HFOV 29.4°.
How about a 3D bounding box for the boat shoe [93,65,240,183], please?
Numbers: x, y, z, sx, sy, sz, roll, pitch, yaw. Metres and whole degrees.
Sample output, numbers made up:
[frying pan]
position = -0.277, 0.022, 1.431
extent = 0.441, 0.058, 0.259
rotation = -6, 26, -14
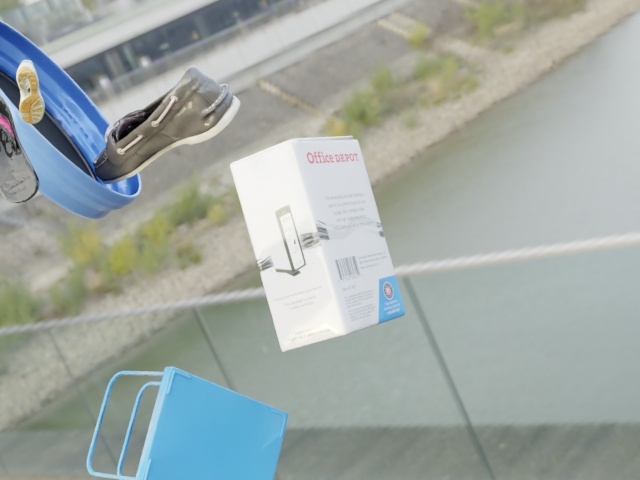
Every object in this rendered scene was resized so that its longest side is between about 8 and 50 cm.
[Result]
[boat shoe]
position = -0.253, -0.178, 1.828
extent = 0.335, 0.095, 0.112
rotation = -19, 34, 45

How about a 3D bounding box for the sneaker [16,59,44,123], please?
[sneaker]
position = -0.361, -0.187, 1.525
extent = 0.031, 0.083, 0.037
rotation = -2, 38, -10

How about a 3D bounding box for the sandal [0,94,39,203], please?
[sandal]
position = -0.410, -0.129, 1.524
extent = 0.067, 0.179, 0.040
rotation = -33, -11, 5

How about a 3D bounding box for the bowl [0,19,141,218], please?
[bowl]
position = -0.447, -0.195, 1.945
extent = 0.077, 0.391, 0.391
rotation = -40, 10, 10

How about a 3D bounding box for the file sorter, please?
[file sorter]
position = -0.138, 0.210, 1.262
extent = 0.104, 0.170, 0.118
rotation = -3, 66, 44

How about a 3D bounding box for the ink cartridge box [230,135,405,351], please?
[ink cartridge box]
position = 0.000, 0.000, 1.280
extent = 0.085, 0.203, 0.148
rotation = -18, -4, 29
